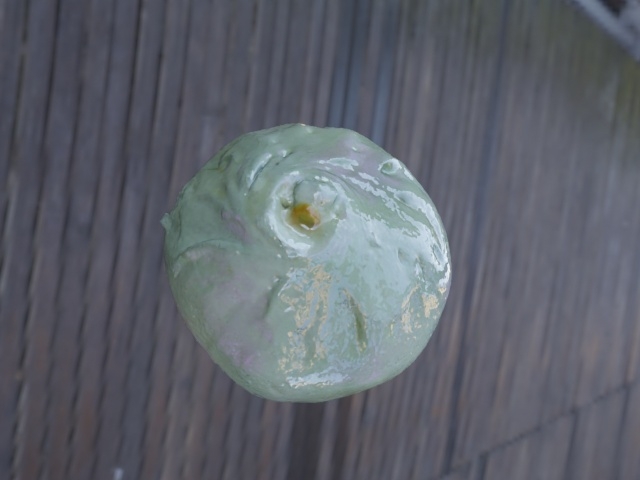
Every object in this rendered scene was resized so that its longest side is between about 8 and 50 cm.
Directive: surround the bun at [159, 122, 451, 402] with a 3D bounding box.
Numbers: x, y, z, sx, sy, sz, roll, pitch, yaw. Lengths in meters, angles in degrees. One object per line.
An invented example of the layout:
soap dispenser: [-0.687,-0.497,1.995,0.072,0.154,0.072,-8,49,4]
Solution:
bun: [0.000,0.000,1.471,0.283,0.283,0.179,-61,-177,-37]
